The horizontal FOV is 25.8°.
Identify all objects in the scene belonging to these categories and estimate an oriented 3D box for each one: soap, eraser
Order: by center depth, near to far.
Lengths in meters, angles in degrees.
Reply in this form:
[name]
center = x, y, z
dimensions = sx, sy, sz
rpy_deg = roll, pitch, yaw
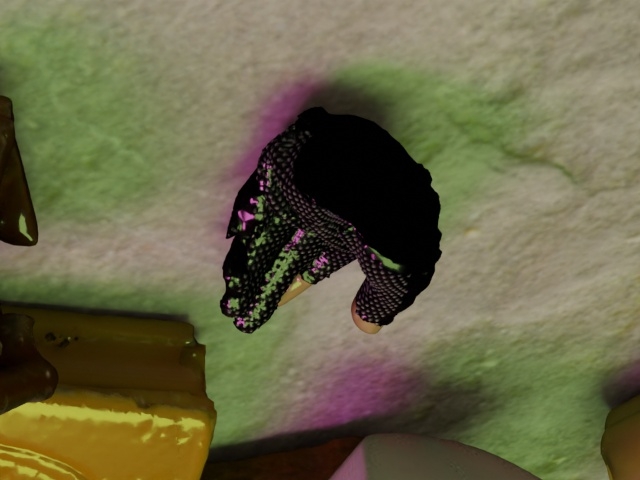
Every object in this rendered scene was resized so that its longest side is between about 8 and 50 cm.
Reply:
[soap]
center = -0.247, 0.146, 0.944
dimensions = 0.324, 0.096, 0.204
rpy_deg = 7, 118, -19
[eraser]
center = 0.044, 0.265, 1.074
dimensions = 0.174, 0.095, 0.270
rpy_deg = 18, 129, -23

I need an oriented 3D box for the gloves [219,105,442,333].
[gloves]
center = -0.001, -0.003, 0.896
dimensions = 0.129, 0.106, 0.181
rpy_deg = 12, 160, -22

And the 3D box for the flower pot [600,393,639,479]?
[flower pot]
center = 0.324, 0.182, 1.089
dimensions = 0.179, 0.195, 0.195
rpy_deg = -18, 138, 23

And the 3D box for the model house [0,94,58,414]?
[model house]
center = -0.266, -0.011, 0.750
dimensions = 0.199, 0.219, 0.229
rpy_deg = -6, 92, 4

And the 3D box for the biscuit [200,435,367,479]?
[biscuit]
center = -0.049, 0.287, 1.186
dimensions = 0.359, 0.074, 0.381
rpy_deg = 26, 122, -35
